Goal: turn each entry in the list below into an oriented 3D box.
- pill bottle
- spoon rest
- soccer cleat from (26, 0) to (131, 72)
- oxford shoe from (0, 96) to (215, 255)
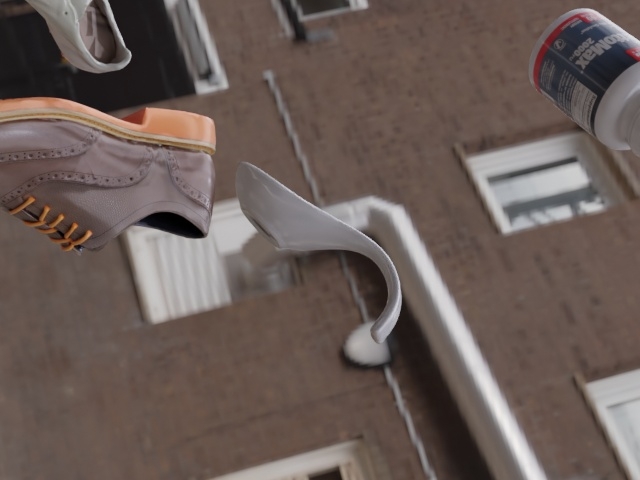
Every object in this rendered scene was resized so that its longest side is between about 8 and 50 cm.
[{"bbox_3d":[0.314,-0.159,1.298,0.180,0.108,0.108,48,-27,40],"label":"pill bottle"},{"bbox_3d":[0.000,0.000,1.481,0.276,0.084,0.137,45,-10,16],"label":"spoon rest"},{"bbox_3d":[-0.226,-0.220,1.034,0.076,0.068,0.196,16,-28,44],"label":"soccer cleat"},{"bbox_3d":[-0.244,-0.055,1.145,0.130,0.363,0.133,-13,-99,51],"label":"oxford shoe"}]
